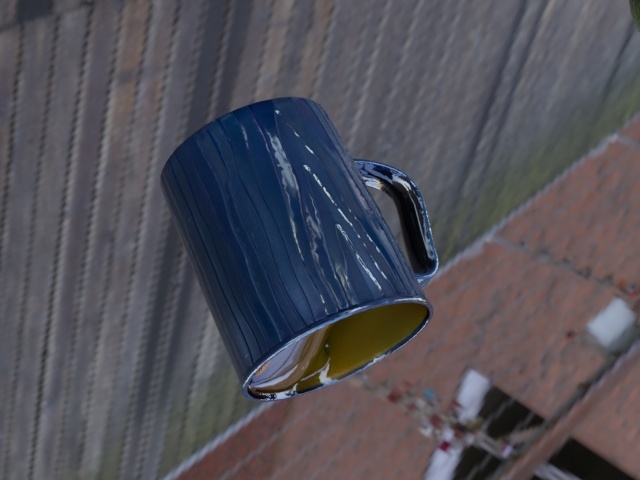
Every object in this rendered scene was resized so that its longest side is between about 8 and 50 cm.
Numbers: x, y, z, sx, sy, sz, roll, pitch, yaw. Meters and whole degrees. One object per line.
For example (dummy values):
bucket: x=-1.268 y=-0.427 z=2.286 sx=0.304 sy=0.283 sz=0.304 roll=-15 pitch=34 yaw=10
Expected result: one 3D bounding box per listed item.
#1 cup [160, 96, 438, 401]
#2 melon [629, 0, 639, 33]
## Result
cup: x=-0.009 y=0.005 z=0.726 sx=0.113 sy=0.138 sz=0.150 roll=-34 pitch=158 yaw=22
melon: x=0.283 y=-0.177 z=0.873 sx=0.167 sy=0.114 sz=0.114 roll=-24 pitch=143 yaw=-27
